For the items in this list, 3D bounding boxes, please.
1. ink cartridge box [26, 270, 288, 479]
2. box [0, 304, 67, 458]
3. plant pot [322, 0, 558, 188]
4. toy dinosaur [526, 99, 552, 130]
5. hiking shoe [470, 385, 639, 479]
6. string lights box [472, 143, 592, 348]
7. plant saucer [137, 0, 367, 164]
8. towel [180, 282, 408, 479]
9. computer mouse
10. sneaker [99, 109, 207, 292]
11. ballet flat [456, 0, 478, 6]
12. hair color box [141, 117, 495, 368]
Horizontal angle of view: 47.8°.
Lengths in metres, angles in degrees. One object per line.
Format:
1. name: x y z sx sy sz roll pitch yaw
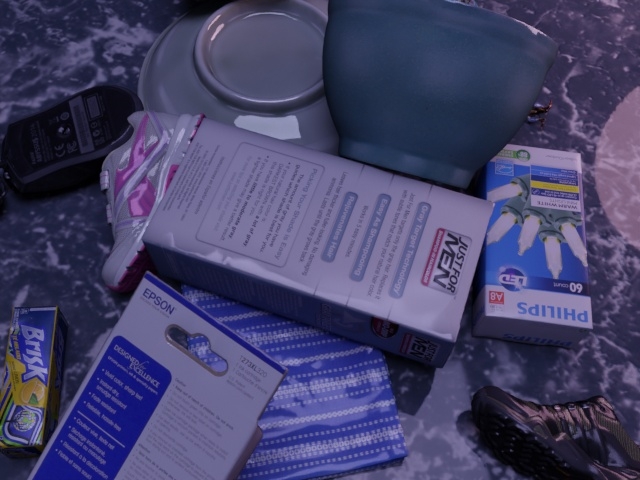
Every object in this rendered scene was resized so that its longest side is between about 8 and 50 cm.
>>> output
1. ink cartridge box: -0.185 0.232 0.717 0.175 0.069 0.371 32 98 15
2. box: -0.337 0.164 0.848 0.054 0.059 0.169 -2 62 -6
3. plant pot: 0.129 -0.178 0.920 0.293 0.293 0.196 15 96 6
4. toy dinosaur: 0.301 -0.193 1.095 0.082 0.047 0.090 19 29 18
5. hiking shoe: 0.285 0.224 0.840 0.227 0.086 0.114 31 51 8
6. string lights box: 0.274 0.003 0.952 0.133 0.077 0.260 7 61 1
7. plant saucer: -0.076 -0.254 1.068 0.400 0.100 0.401 1 61 -1
8. towel: -0.043 0.126 0.894 0.243 0.040 0.336 -9 62 -6
9. computer mouse: -0.367 -0.133 1.012 0.272 0.072 0.188 -17 65 2
10. sneaker: -0.232 -0.057 0.935 0.111 0.103 0.252 18 77 9
11. ballet flat: 0.238 -0.391 1.192 0.041 0.041 0.114 -9 61 -7
12. hair color box: 0.000 0.000 0.879 0.374 0.114 0.185 17 65 9
